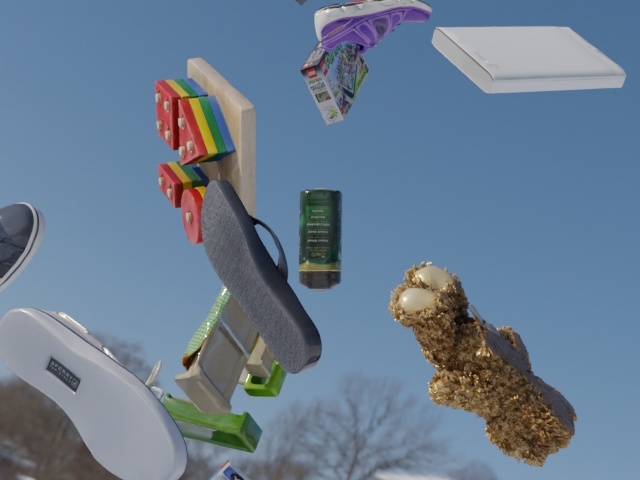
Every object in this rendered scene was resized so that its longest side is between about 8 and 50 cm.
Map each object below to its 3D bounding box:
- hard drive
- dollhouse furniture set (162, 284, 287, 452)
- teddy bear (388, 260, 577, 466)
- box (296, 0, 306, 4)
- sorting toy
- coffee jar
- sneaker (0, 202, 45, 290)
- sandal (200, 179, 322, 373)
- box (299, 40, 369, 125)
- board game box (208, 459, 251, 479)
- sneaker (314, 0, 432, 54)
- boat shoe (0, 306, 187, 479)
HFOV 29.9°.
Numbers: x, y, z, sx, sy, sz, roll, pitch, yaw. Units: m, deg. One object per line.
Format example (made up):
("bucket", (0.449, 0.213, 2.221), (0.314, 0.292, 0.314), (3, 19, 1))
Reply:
("hard drive", (0.387, -0.339, 2.227), (0.307, 0.040, 0.203), (-6, 37, -29))
("dollhouse furniture set", (-0.181, 0.186, 1.929), (0.151, 0.198, 0.301), (10, -28, 23))
("teddy bear", (0.220, 0.179, 1.727), (0.338, 0.245, 0.113), (42, -66, -17))
("box", (-0.086, -0.482, 1.822), (0.059, 0.233, 0.183), (-41, -57, 21))
("sorting toy", (-0.187, -0.125, 1.882), (0.089, 0.257, 0.255), (-9, 28, -22))
("coffee jar", (0.000, 0.000, 2.176), (0.079, 0.185, 0.096), (0, -3, 4))
("sneaker", (-0.612, 0.044, 2.011), (0.126, 0.321, 0.127), (51, 4, 33))
("sandal", (-0.068, 0.041, 1.411), (0.054, 0.255, 0.097), (-18, -21, -36))
("box", (0.028, -0.303, 2.136), (0.036, 0.207, 0.114), (-15, -63, 25))
("board game box", (-0.132, 0.578, 2.130), (0.308, 0.086, 0.302), (41, 24, 6))
("sneaker", (0.070, -0.288, 1.603), (0.169, 0.071, 0.068), (-14, 18, -20))
("boat shoe", (-0.308, 0.223, 1.773), (0.367, 0.136, 0.156), (34, 16, 24))
